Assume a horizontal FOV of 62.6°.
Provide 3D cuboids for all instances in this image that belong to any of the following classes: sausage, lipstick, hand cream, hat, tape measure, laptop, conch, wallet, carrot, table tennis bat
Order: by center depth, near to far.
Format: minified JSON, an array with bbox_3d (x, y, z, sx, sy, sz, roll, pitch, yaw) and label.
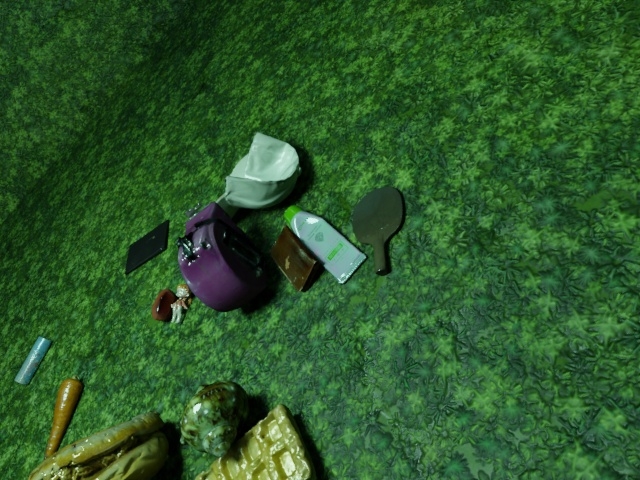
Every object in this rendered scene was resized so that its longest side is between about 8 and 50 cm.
[{"bbox_3d":[-0.223,0.373,1.092,0.187,0.124,0.181,-57,2,19],"label":"conch"},{"bbox_3d":[0.129,-0.025,1.174,0.131,0.022,0.235,-21,48,27],"label":"table tennis bat"},{"bbox_3d":[0.001,0.001,1.252,0.275,0.050,0.079,43,119,43],"label":"hand cream"},{"bbox_3d":[-0.238,0.043,1.269,0.149,0.245,0.232,-35,28,14],"label":"tape measure"},{"bbox_3d":[-0.064,0.043,1.269,0.176,0.026,0.095,45,113,46],"label":"wallet"},{"bbox_3d":[-0.186,-0.128,1.441,0.301,0.168,0.258,-49,12,37],"label":"hat"},{"bbox_3d":[-0.439,0.182,1.480,0.054,0.059,0.094,-17,49,59],"label":"sausage"},{"bbox_3d":[-0.747,0.512,1.513,0.061,0.061,0.257,-11,58,35],"label":"carrot"},{"bbox_3d":[-0.576,0.019,1.743,0.197,0.016,0.135,-30,45,21],"label":"laptop"},{"bbox_3d":[-0.971,0.406,1.783,0.048,0.048,0.158,5,65,42],"label":"lipstick"}]

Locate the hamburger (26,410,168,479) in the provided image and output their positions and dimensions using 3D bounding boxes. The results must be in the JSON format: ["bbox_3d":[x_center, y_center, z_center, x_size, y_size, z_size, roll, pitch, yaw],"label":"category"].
[{"bbox_3d":[-0.473,0.498,1.158,0.318,0.318,0.158,-33,82,18],"label":"hamburger"}]

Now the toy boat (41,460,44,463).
[{"bbox_3d":[-0.690,0.669,1.326,0.088,0.089,0.230,-19,53,12],"label":"toy boat"}]

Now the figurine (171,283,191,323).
[{"bbox_3d":[-0.384,0.174,1.449,0.064,0.047,0.109,3,72,28],"label":"figurine"}]

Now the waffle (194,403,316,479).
[{"bbox_3d":[-0.129,0.467,1.016,0.274,0.057,0.168,-44,43,8],"label":"waffle"}]
